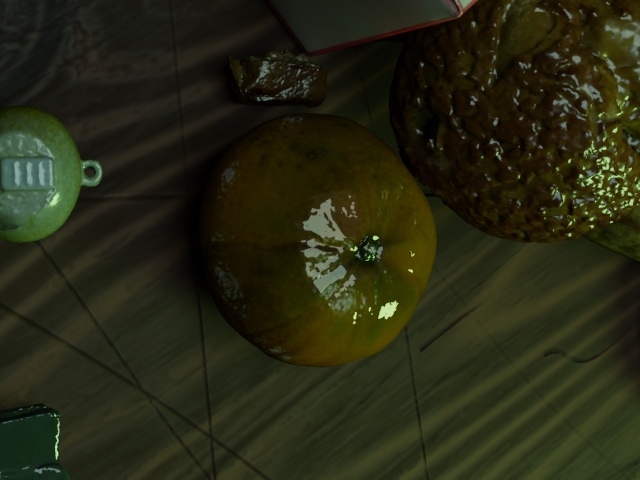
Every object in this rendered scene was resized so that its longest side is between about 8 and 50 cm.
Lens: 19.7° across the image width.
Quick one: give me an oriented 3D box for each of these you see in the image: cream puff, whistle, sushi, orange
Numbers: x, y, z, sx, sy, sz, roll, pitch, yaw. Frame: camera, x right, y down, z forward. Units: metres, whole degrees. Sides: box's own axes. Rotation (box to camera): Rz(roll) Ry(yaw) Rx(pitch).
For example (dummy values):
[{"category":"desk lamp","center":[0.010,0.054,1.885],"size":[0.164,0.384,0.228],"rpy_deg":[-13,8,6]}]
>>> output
[{"category":"cream puff","center":[0.224,-0.147,1.727],"size":[0.303,0.212,0.303],"rpy_deg":[1,87,-15]},{"category":"whistle","center":[-0.301,-0.057,1.604],"size":[0.223,0.123,0.123],"rpy_deg":[-2,93,-6]},{"category":"sushi","center":[-0.041,-0.154,1.750],"size":[0.120,0.052,0.055],"rpy_deg":[-1,92,-28]},{"category":"orange","center":[0.000,0.000,1.711],"size":[0.240,0.171,0.240],"rpy_deg":[-1,91,-27]}]

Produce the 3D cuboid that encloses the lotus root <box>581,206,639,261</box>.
[{"category":"lotus root","center":[0.331,-0.055,1.909],"size":[0.260,0.128,0.145],"rpy_deg":[25,69,-23]}]

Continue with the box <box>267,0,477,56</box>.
[{"category":"box","center":[0.071,-0.384,1.653],"size":[0.312,0.314,0.300],"rpy_deg":[-43,106,-19]}]

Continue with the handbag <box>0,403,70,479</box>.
[{"category":"handbag","center":[-0.329,0.281,1.604],"size":[0.260,0.079,0.248],"rpy_deg":[-10,97,-28]}]

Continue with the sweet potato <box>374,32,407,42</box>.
[{"category":"sweet potato","center":[0.167,-0.258,1.847],"size":[0.314,0.072,0.066],"rpy_deg":[-27,65,-23]}]
